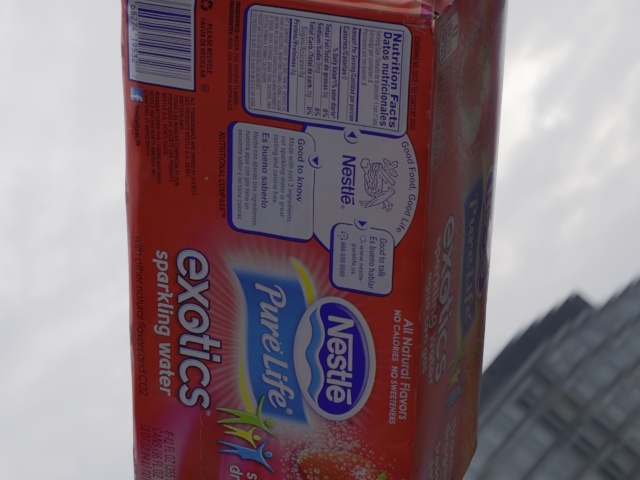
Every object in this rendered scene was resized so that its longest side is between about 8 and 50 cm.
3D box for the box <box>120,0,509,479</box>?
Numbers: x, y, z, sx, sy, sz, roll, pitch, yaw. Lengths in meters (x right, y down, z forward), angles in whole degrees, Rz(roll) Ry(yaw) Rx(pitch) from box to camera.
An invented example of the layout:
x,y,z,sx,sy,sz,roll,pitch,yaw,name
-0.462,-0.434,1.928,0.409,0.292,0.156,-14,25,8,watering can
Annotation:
x,y,z,sx,sy,sz,roll,pitch,yaw,name
0.000,0.000,0.740,0.122,0.128,0.257,-51,-34,-58,box
